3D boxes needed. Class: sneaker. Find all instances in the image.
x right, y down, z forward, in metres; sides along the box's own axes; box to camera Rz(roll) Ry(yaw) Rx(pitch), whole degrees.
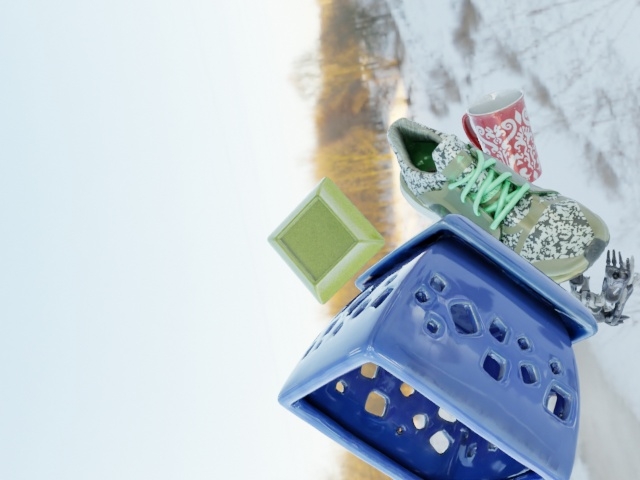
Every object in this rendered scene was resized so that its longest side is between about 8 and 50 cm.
[{"bbox_3d":[0.227,-0.070,1.197,0.410,0.158,0.182,34,174,46],"label":"sneaker"}]

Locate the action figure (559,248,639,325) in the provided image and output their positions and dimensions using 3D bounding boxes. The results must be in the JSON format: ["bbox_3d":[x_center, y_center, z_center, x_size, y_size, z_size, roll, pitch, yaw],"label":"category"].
[{"bbox_3d":[0.476,0.074,1.438,0.275,0.164,0.140,60,-134,-68],"label":"action figure"}]

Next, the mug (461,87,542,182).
[{"bbox_3d":[0.360,-0.200,1.600,0.150,0.113,0.169,-113,-1,-68],"label":"mug"}]

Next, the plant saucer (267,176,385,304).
[{"bbox_3d":[0.000,0.000,1.619,0.188,0.188,0.045,49,-164,16],"label":"plant saucer"}]

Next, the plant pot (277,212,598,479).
[{"bbox_3d":[0.129,0.120,0.850,0.212,0.236,0.236,-60,9,-31],"label":"plant pot"}]
